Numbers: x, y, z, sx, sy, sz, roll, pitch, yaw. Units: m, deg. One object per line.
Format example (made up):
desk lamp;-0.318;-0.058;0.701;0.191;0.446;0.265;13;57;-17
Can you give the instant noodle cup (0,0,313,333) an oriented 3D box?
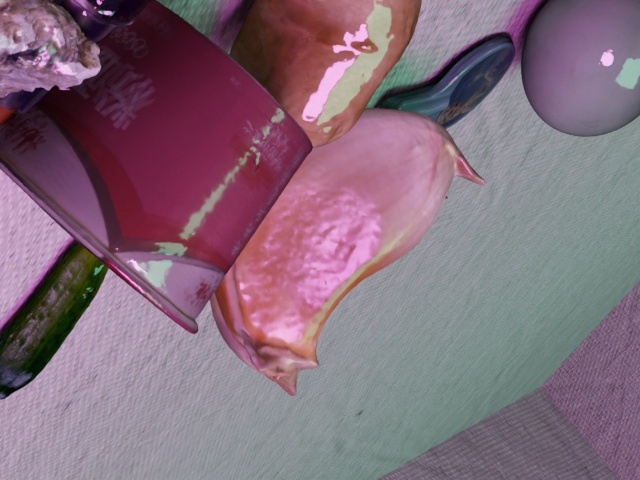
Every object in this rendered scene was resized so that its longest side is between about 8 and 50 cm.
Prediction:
instant noodle cup;-0.130;-0.067;1.308;0.178;0.235;0.235;-49;163;-4

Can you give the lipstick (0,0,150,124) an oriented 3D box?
lipstick;-0.168;-0.174;1.170;0.300;0.081;0.081;-43;163;22

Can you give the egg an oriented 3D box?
egg;0.320;-0.211;1.946;0.168;0.168;0.231;-33;163;-22

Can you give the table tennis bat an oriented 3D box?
table tennis bat;0.146;-0.169;1.919;0.237;0.038;0.149;-23;157;-50

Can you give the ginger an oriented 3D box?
ginger;0.005;-0.186;1.417;0.152;0.138;0.267;-8;134;-36

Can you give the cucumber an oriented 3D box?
cucumber;-0.271;0.081;1.637;0.250;0.056;0.056;-50;161;24

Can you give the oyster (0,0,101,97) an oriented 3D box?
oyster;-0.240;-0.131;1.101;0.177;0.064;0.125;-14;154;-3

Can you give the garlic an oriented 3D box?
garlic;0.000;0.000;1.745;0.313;0.249;0.286;-58;148;-9
